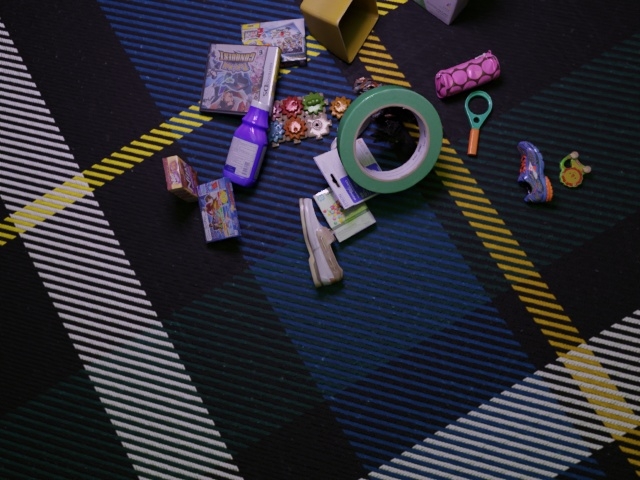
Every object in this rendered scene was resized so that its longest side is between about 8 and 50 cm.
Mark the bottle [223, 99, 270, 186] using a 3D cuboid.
[{"bbox_3d":[-0.242,-0.328,1.467,0.118,0.092,0.283,22,103,12],"label":"bottle"}]

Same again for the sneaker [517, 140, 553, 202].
[{"bbox_3d":[0.695,-0.226,1.434,0.087,0.083,0.221,-16,79,10],"label":"sneaker"}]

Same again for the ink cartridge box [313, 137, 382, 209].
[{"bbox_3d":[0.104,-0.222,1.454,0.208,0.045,0.206,-26,82,-25],"label":"ink cartridge box"}]

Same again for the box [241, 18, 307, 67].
[{"bbox_3d":[-0.168,-0.710,1.570,0.233,0.044,0.159,-4,83,3],"label":"box"}]

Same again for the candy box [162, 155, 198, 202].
[{"bbox_3d":[-0.463,-0.202,1.456,0.053,0.187,0.109,-12,83,3],"label":"candy box"}]

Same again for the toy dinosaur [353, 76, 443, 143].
[{"bbox_3d":[0.263,-0.450,1.453,0.322,0.164,0.218,8,48,9],"label":"toy dinosaur"}]

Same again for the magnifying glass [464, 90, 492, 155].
[{"bbox_3d":[0.537,-0.406,1.494,0.092,0.026,0.231,9,84,5],"label":"magnifying glass"}]

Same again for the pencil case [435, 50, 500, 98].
[{"bbox_3d":[0.499,-0.568,1.484,0.209,0.095,0.098,-22,117,-1],"label":"pencil case"}]

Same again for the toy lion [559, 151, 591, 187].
[{"bbox_3d":[0.842,-0.232,1.450,0.096,0.034,0.100,-37,82,7],"label":"toy lion"}]

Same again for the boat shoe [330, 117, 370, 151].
[{"bbox_3d":[0.093,-0.381,1.504,0.063,0.066,0.184,42,90,22],"label":"boat shoe"}]

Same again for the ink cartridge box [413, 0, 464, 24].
[{"bbox_3d":[0.411,-0.894,1.435,0.201,0.278,0.117,40,87,8],"label":"ink cartridge box"}]

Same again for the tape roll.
[{"bbox_3d":[0.212,-0.307,1.337,0.321,0.077,0.321,-3,117,-6],"label":"tape roll"}]

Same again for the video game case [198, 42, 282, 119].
[{"bbox_3d":[-0.286,-0.565,1.528,0.275,0.035,0.248,10,92,15],"label":"video game case"}]

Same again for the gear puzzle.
[{"bbox_3d":[-0.049,-0.440,1.528,0.339,0.044,0.175,-9,82,3],"label":"gear puzzle"}]

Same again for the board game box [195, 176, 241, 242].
[{"bbox_3d":[-0.349,-0.101,1.471,0.136,0.035,0.201,-10,90,31],"label":"board game box"}]

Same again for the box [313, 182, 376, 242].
[{"bbox_3d":[0.082,-0.105,1.481,0.145,0.038,0.186,-29,81,-1],"label":"box"}]

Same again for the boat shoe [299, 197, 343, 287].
[{"bbox_3d":[0.000,0.000,1.444,0.103,0.113,0.302,-13,93,1],"label":"boat shoe"}]

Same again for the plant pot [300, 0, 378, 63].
[{"bbox_3d":[0.058,-0.789,1.494,0.187,0.212,0.212,30,86,20],"label":"plant pot"}]
